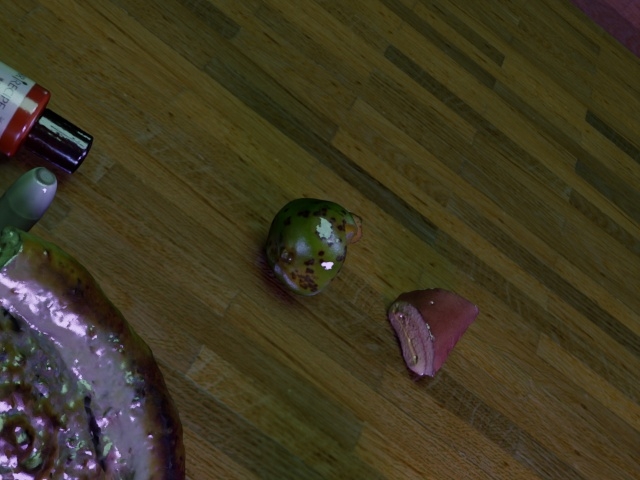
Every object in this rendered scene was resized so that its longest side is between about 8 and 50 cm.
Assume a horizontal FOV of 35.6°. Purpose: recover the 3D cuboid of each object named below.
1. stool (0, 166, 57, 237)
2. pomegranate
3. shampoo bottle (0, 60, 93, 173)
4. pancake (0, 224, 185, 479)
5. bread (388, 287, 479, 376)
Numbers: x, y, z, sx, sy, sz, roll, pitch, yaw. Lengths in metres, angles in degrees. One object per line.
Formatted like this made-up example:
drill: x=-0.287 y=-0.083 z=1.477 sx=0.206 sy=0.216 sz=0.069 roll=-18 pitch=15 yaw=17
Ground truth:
stool: x=-0.415 y=-0.001 z=1.078 sx=0.195 sy=0.199 sz=0.195 roll=31 pitch=39 yaw=-17
pomegranate: x=-0.011 y=-0.008 z=1.470 sx=0.122 sy=0.143 sz=0.169 roll=40 pitch=47 yaw=-3
shampoo bottle: x=-0.430 y=-0.182 z=1.307 sx=0.278 sy=0.104 sz=0.104 roll=31 pitch=40 yaw=-14
pancake: x=-0.256 y=0.196 z=0.972 sx=0.304 sy=0.066 sz=0.427 roll=-1 pitch=85 yaw=-49
bread: x=0.170 y=0.125 z=1.562 sx=0.119 sy=0.067 sz=0.192 roll=43 pitch=38 yaw=1
